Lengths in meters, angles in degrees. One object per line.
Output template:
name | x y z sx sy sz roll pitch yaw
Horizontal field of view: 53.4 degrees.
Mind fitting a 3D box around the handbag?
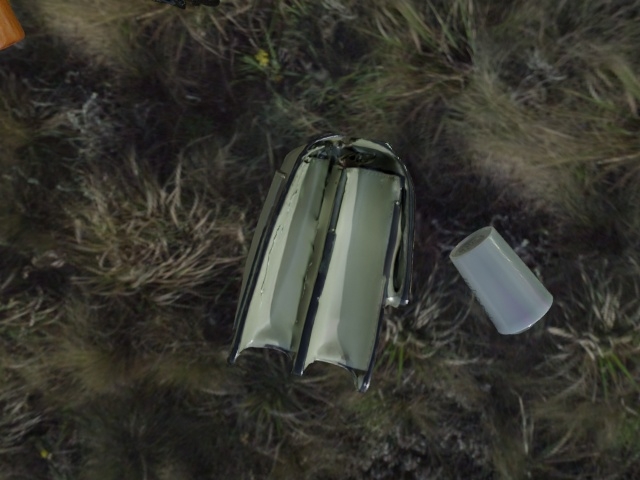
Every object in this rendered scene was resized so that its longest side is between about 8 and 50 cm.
handbag | 0.000 0.000 0.748 0.160 0.358 0.237 12 96 -6

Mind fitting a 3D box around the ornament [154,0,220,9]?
ornament | -0.272 -0.391 0.899 0.260 0.251 0.106 15 87 -23

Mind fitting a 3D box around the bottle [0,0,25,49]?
bottle | -0.352 -0.268 0.595 0.069 0.069 0.187 -8 122 17

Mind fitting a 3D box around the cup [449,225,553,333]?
cup | 0.207 0.046 0.755 0.074 0.104 0.116 -39 96 -2
